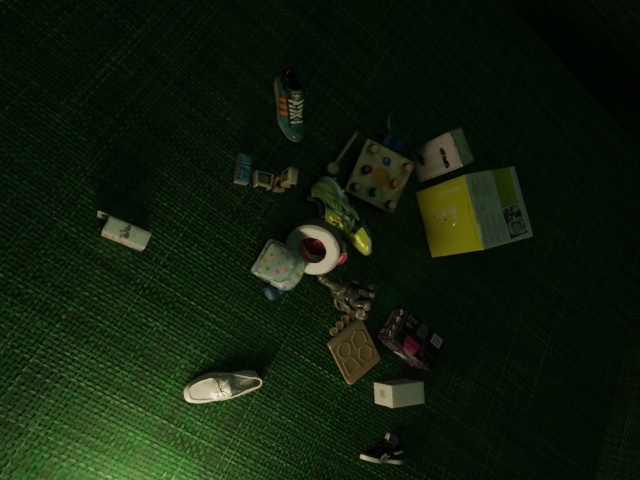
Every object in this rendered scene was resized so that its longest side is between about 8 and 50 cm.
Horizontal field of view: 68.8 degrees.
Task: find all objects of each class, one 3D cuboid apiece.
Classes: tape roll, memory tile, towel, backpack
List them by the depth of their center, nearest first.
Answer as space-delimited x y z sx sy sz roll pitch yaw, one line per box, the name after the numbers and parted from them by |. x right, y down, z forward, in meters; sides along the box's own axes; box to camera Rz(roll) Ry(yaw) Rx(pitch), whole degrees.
-0.152 0.099 1.789 0.189 0.144 0.165 32 83 -10 | backpack
-0.023 0.025 1.851 0.219 0.219 0.072 52 26 -11 | tape roll
-0.167 0.184 1.854 0.120 0.029 0.067 -35 99 -28 | towel
0.113 0.373 1.978 0.148 0.012 0.113 -43 101 -26 | memory tile

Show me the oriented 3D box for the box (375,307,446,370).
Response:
0.392 0.429 2.040 0.247 0.142 0.163 42 64 -17 | box

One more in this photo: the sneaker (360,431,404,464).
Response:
0.256 0.854 1.941 0.217 0.079 0.121 21 69 -32 | sneaker

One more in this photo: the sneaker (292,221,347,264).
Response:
0.000 0.000 1.940 0.252 0.103 0.111 33 28 -5 | sneaker

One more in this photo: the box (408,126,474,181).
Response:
0.555 -0.392 2.176 0.087 0.290 0.169 -24 92 -28 | box

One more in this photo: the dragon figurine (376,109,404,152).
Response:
0.334 -0.453 2.185 0.144 0.085 0.288 24 76 -24 | dragon figurine

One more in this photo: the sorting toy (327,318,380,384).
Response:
0.140 0.462 1.956 0.193 0.038 0.208 -33 102 -28 | sorting toy

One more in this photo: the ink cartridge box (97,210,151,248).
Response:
-0.677 -0.029 1.584 0.182 0.104 0.061 26 70 -21 | ink cartridge box

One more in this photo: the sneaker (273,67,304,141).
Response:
-0.120 -0.569 1.951 0.108 0.121 0.301 -12 88 -28 | sneaker

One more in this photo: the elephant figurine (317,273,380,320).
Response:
0.117 0.219 1.937 0.169 0.240 0.185 -41 146 -53 | elephant figurine

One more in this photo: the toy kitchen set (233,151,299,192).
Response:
-0.211 -0.280 1.830 0.207 0.166 0.122 10 77 -26 | toy kitchen set

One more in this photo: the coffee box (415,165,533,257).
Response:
0.705 -0.128 2.181 0.335 0.338 0.337 -12 88 -28 | coffee box

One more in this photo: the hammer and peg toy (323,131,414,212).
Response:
0.214 -0.307 2.037 0.362 0.127 0.265 25 90 -17 | hammer and peg toy

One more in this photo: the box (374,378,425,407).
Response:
0.333 0.644 1.979 0.171 0.130 0.090 3 80 -27 | box

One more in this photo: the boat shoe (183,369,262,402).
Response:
-0.342 0.518 1.670 0.277 0.096 0.098 -6 85 -28 | boat shoe

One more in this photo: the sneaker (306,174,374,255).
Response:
0.081 -0.087 1.980 0.147 0.145 0.384 -35 88 -21 | sneaker
